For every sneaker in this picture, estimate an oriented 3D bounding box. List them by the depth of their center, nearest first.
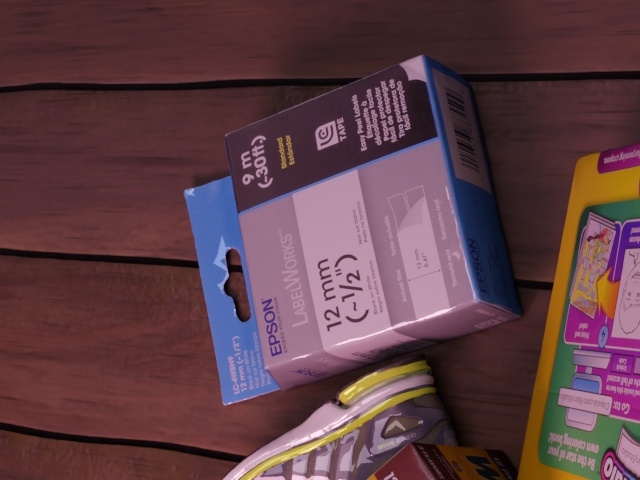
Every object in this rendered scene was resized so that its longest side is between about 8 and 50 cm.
[{"bbox_3d":[0.006,0.236,1.369,0.300,0.111,0.121,-40,67,21],"label":"sneaker"}]

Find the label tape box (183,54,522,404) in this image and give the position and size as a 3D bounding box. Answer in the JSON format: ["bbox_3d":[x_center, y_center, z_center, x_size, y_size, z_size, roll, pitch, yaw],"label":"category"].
[{"bbox_3d":[0.000,0.000,1.412,0.348,0.115,0.249,-19,71,25],"label":"label tape box"}]

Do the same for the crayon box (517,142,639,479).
[{"bbox_3d":[0.285,0.081,1.105,0.106,0.363,0.313,11,86,-12],"label":"crayon box"}]

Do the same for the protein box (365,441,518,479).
[{"bbox_3d":[0.087,0.294,1.252,0.201,0.200,0.136,-44,63,16],"label":"protein box"}]
